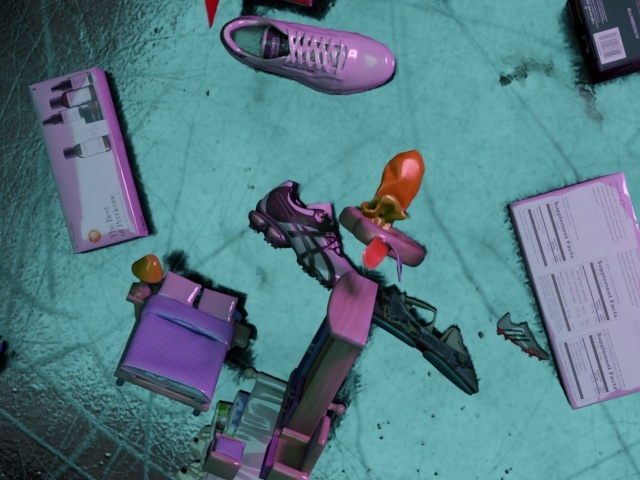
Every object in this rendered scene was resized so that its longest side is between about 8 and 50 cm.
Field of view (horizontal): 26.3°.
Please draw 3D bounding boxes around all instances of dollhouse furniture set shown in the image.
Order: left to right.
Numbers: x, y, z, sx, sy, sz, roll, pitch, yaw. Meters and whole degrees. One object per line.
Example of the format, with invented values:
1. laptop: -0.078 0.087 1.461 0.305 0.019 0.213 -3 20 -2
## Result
1. dollhouse furniture set: -0.117 0.130 1.718 0.303 0.286 0.198 23 123 -5

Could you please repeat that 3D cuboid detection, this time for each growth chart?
1. growth chart: -0.092 0.295 1.881 0.172 0.021 0.237 27 94 5

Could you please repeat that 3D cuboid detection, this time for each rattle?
1. rattle: 0.103 -0.033 1.762 0.143 0.200 0.130 -43 87 5

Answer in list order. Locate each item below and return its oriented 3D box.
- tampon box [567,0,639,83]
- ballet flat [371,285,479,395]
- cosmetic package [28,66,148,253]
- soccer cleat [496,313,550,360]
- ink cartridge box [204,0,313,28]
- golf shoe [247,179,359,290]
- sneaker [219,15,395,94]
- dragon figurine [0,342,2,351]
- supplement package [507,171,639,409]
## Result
1. tampon box: 0.382 -0.276 1.746 0.101 0.161 0.120 -16 89 6
2. ballet flat: 0.149 0.128 1.833 0.188 0.070 0.070 38 95 0
3. cosmetic package: -0.317 -0.108 1.874 0.099 0.060 0.239 -16 90 7
4. soccer cleat: 0.275 0.130 1.835 0.083 0.029 0.035 34 99 9
5. ink cartridge box: -0.056 -0.428 1.679 0.130 0.309 0.272 14 72 6
6. golf shoe: 0.000 0.000 1.837 0.198 0.077 0.094 39 95 3
7. sneaker: -0.018 -0.248 1.823 0.235 0.095 0.090 9 91 4
8. dragon figurine: -0.586 0.189 1.897 0.289 0.085 0.144 -31 88 5
9. supplement package: 0.343 0.058 1.737 0.145 0.204 0.262 -16 90 7
